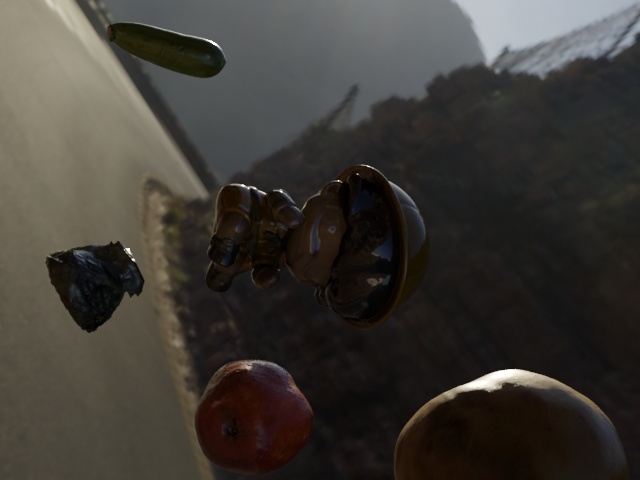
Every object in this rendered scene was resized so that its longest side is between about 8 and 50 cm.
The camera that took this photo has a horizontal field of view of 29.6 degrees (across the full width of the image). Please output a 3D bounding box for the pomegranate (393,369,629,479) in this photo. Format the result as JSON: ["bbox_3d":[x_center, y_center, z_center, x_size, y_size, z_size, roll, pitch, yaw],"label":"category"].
[{"bbox_3d":[0.230,0.301,1.485,0.307,0.307,0.307,57,-1,2],"label":"pomegranate"}]

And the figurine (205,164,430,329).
[{"bbox_3d":[0.001,-0.003,1.406,0.167,0.257,0.192,-81,-172,-46],"label":"figurine"}]

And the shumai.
[{"bbox_3d":[-0.244,0.042,1.343,0.099,0.087,0.124,63,-1,-8],"label":"shumai"}]

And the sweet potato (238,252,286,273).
[{"bbox_3d":[-0.039,0.012,2.177,0.057,0.265,0.057,-25,90,-89],"label":"sweet potato"}]

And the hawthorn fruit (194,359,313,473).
[{"bbox_3d":[-0.100,0.264,1.788,0.189,0.189,0.189,57,-1,2],"label":"hawthorn fruit"}]

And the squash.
[{"bbox_3d":[-0.252,-0.315,1.985,0.201,0.066,0.066,15,14,-18],"label":"squash"}]
